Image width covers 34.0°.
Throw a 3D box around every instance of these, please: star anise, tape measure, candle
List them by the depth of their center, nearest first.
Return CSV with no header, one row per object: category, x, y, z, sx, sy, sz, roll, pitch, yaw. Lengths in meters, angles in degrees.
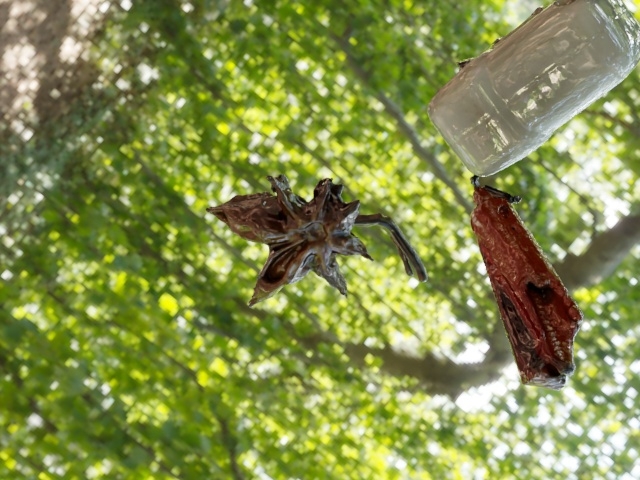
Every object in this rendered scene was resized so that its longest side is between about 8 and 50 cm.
candle,0.199,0.029,1.074,0.084,0.059,0.301,-39,-143,19
tape measure,0.237,-0.185,1.200,0.265,0.130,0.258,-38,180,18
star anise,0.004,0.006,1.542,0.148,0.346,0.237,-108,-145,-59
